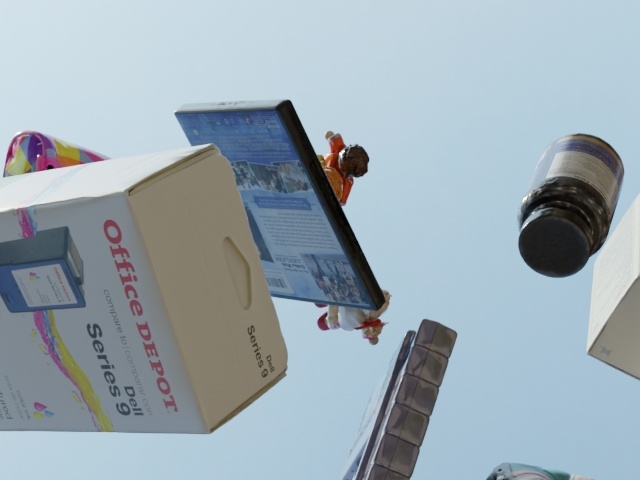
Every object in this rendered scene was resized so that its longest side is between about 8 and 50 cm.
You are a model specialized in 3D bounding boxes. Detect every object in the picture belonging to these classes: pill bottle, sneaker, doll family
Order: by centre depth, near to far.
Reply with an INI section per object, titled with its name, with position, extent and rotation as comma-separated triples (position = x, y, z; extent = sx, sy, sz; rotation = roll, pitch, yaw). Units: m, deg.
[sneaker]
position = 0.225, 0.306, 1.316
extent = 0.121, 0.302, 0.108
rotation = 9, -91, 18
[doll family]
position = 0.000, 0.000, 1.420
extent = 0.118, 0.163, 0.263
rotation = -7, -95, -28
[pill bottle]
position = 0.333, -0.046, 1.622
extent = 0.122, 0.123, 0.219
rotation = 32, -142, 1

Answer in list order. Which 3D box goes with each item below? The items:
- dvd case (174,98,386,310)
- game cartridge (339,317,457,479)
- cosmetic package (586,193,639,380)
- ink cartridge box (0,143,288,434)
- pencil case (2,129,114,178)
[dvd case]
position = -0.043, -0.036, 1.283
extent = 0.022, 0.180, 0.253
rotation = -43, -61, -32
[game cartridge]
position = 0.071, 0.255, 1.462
extent = 0.068, 0.355, 0.230
rotation = 18, -118, -1
[cosmetic package]
position = 0.504, 0.067, 1.878
extent = 0.113, 0.160, 0.309
rotation = 27, -150, 1
[ink cartridge box]
position = -0.142, 0.034, 0.760
extent = 0.093, 0.212, 0.154
rotation = -36, -66, -50
[pencil case]
position = -0.306, -0.074, 1.599
extent = 0.236, 0.104, 0.104
rotation = 15, -133, -48
